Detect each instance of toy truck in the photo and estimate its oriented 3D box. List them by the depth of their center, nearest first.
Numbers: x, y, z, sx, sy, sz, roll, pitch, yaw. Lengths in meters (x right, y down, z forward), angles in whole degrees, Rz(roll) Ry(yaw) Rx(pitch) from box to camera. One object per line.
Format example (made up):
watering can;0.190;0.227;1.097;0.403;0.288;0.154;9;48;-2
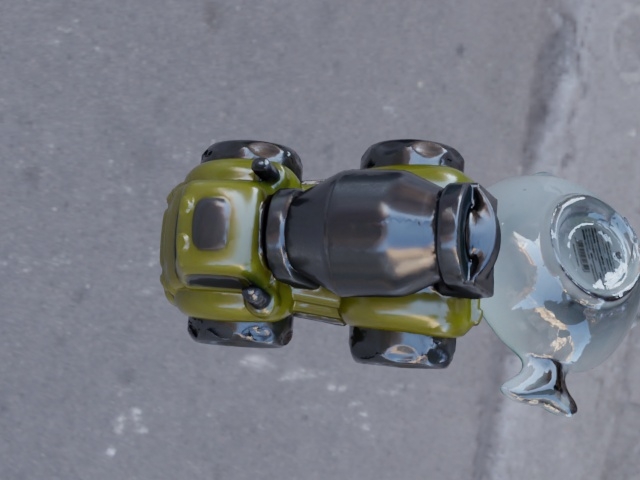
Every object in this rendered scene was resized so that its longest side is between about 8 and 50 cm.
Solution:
toy truck;0.000;0.000;0.699;0.165;0.224;0.147;50;45;-78

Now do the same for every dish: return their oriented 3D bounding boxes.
dish;0.228;0.031;1.009;0.224;0.078;0.246;20;61;-21
